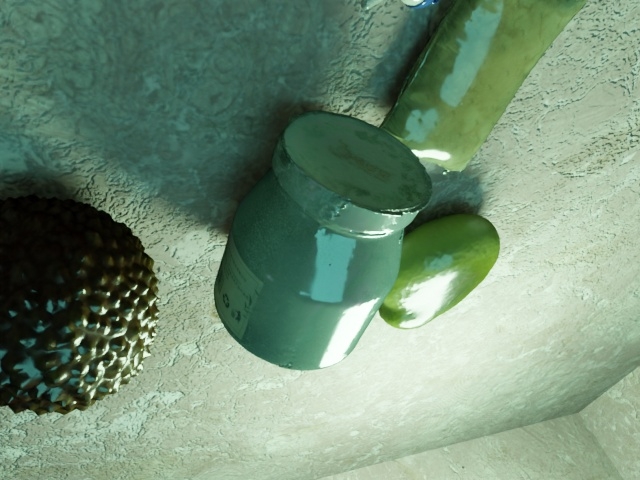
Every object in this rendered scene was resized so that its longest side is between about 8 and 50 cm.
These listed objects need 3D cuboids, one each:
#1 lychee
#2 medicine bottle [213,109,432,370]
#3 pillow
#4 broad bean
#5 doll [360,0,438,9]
[{"bbox_3d":[-0.334,0.083,0.586,0.267,0.268,0.268,-13,139,-11],"label":"lychee"},{"bbox_3d":[0.000,0.000,0.648,0.244,0.245,0.290,3,135,-27],"label":"medicine bottle"},{"bbox_3d":[0.199,-0.219,0.626,0.184,0.075,0.303,8,131,-28],"label":"pillow"},{"bbox_3d":[0.216,0.063,0.914,0.237,0.119,0.291,16,127,-36],"label":"broad bean"},{"bbox_3d":[0.080,-0.291,0.508,0.142,0.057,0.099,10,110,-34],"label":"doll"}]
